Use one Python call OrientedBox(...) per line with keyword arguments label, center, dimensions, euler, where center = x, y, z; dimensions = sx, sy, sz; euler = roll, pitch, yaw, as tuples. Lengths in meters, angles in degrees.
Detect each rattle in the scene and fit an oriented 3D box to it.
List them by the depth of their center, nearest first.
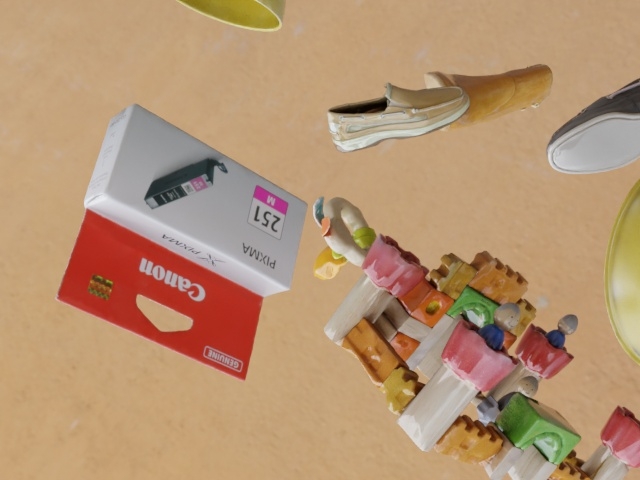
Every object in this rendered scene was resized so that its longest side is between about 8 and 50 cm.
OrientedBox(label="rattle", center=(0.000, 0.000, 1.606), dimensions=(0.142, 0.130, 0.199), euler=(-14, 178, 26))

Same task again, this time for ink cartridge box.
OrientedBox(label="ink cartridge box", center=(-0.153, 0.007, 1.170), dimensions=(0.275, 0.239, 0.060), euler=(29, 148, -33))

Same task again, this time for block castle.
OrientedBox(label="block castle", center=(0.253, 0.172, 1.364), dimensions=(0.453, 0.213, 0.303), euler=(29, -167, -38))

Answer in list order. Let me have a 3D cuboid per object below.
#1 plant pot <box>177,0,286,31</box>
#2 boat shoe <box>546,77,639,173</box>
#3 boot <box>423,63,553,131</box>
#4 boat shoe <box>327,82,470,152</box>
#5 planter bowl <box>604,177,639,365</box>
OrientedBox(label="plant pot", center=(-0.088, -0.285, 1.005), dimensions=(0.134, 0.095, 0.134), euler=(18, 175, 2))
OrientedBox(label="boat shoe", center=(0.520, -0.207, 1.630), dimensions=(0.095, 0.335, 0.112), euler=(-112, -1, -54))
OrientedBox(label="boot", center=(0.288, -0.256, 1.661), dimensions=(0.295, 0.211, 0.104), euler=(-3, -103, -84))
OrientedBox(label="boat shoe", center=(0.101, -0.175, 1.301), dimensions=(0.068, 0.189, 0.072), euler=(-104, -5, -57))
OrientedBox(label="planter bowl", center=(0.372, 0.027, 0.914), dimensions=(0.217, 0.217, 0.090), euler=(42, 165, -27))
